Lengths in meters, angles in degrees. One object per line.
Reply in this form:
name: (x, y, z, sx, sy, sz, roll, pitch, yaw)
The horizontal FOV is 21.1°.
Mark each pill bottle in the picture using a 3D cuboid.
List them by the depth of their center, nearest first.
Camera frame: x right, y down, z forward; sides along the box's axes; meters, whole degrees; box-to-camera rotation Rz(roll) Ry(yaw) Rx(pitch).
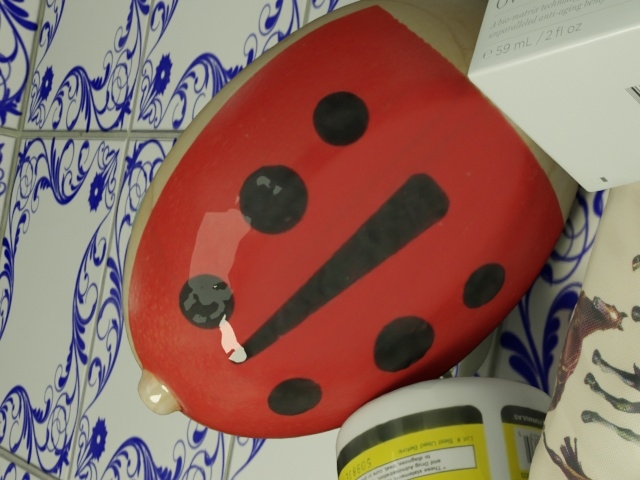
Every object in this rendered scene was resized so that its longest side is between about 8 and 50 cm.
pill bottle: (0.117, 0.289, 1.307, 0.188, 0.187, 0.334, -44, 43, 48)

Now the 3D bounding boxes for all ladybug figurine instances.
ladybug figurine: (0.032, -0.012, 1.374, 0.449, 0.305, 0.162, -45, 13, -2)

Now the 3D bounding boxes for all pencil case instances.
pencil case: (0.252, 0.086, 1.153, 0.183, 0.160, 0.410, 26, 104, 51)

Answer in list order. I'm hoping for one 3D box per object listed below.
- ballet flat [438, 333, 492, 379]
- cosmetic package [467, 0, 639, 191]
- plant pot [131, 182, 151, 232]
ballet flat: (0.101, 0.109, 1.538, 0.221, 0.077, 0.079, -55, 48, 35)
cosmetic package: (0.234, -0.175, 1.031, 0.224, 0.138, 0.225, -13, 48, 43)
plant pot: (0.000, 0.000, 1.579, 0.196, 0.293, 0.293, 52, 131, 22)
